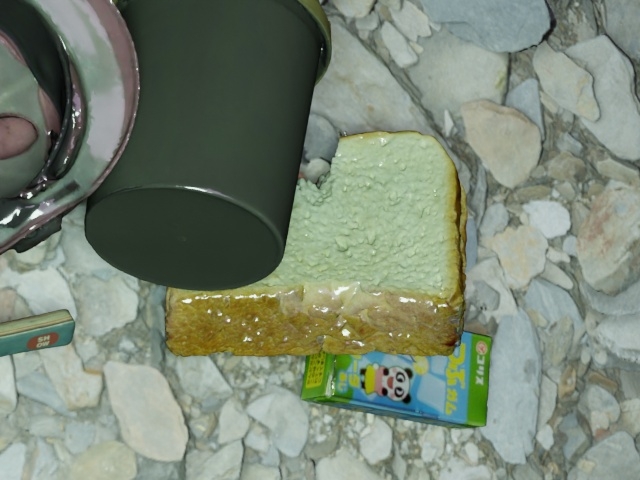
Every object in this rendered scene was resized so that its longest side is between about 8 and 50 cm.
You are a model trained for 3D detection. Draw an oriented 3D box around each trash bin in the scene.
[{"bbox_3d":[-0.102,-0.140,1.346,0.214,0.214,0.333,25,54,-25],"label":"trash bin"}]

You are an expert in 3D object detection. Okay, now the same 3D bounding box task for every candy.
[{"bbox_3d":[0.079,0.130,1.506,0.195,0.062,0.097,14,72,-28],"label":"candy"}]

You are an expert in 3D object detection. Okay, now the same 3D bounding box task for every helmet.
[{"bbox_3d":[-0.331,-0.090,1.222,0.338,0.197,0.271,-30,88,-30],"label":"helmet"}]

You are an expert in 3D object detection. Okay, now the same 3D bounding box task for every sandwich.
[{"bbox_3d":[0.000,0.004,1.443,0.289,0.099,0.254,-2,46,1],"label":"sandwich"}]

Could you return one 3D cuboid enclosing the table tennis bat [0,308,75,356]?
[{"bbox_3d":[-0.330,0.094,1.234,0.274,0.154,0.021,-10,45,-35],"label":"table tennis bat"}]
